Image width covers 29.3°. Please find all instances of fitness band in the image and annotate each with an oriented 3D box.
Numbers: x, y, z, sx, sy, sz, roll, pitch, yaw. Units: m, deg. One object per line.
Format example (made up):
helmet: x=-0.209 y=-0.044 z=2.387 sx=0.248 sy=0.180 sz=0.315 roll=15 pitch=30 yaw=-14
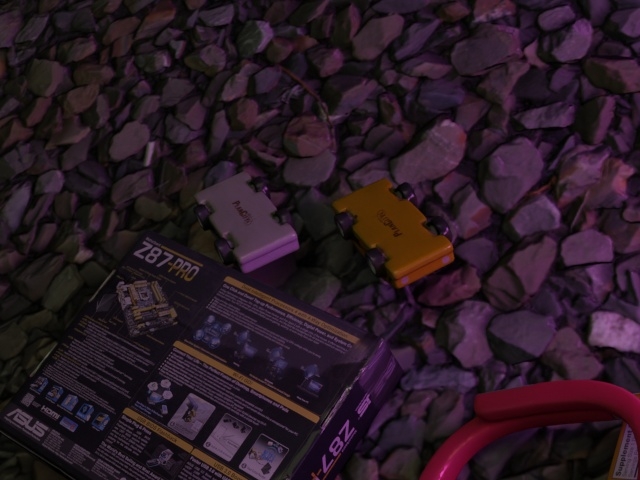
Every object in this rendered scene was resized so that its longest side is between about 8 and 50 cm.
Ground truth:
fitness band: x=0.215 y=0.245 z=1.217 sx=0.291 sy=0.054 sz=0.209 roll=-15 pitch=48 yaw=39

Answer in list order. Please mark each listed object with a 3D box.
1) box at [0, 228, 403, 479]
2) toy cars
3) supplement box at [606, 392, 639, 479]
box: x=-0.150 y=0.187 z=1.443 sx=0.395 sy=0.097 sz=0.318 roll=22 pitch=70 yaw=33
toy cars: x=0.000 y=0.000 z=1.517 sx=0.393 sy=0.087 sz=0.176 roll=5 pitch=41 yaw=30
supplement box: x=0.322 y=0.266 z=1.189 sx=0.080 sy=0.078 sz=0.233 roll=-3 pitch=53 yaw=46
